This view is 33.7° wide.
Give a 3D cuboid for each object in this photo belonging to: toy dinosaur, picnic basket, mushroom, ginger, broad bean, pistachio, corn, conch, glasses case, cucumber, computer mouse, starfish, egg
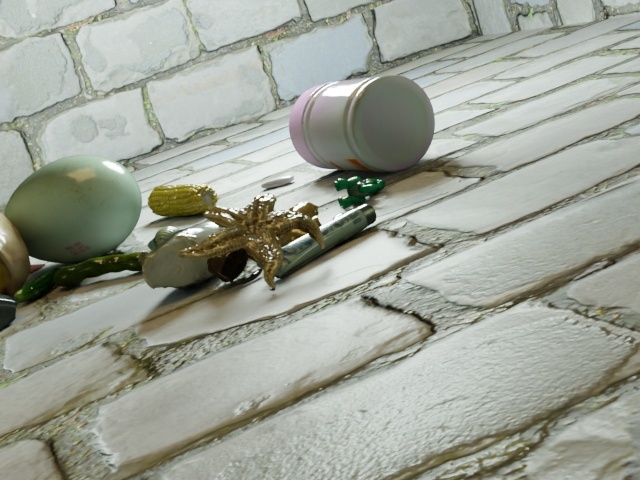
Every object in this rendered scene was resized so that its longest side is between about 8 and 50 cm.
[{"bbox_3d":[0.081,-0.099,2.007,0.096,0.059,0.132,-15,4,-11],"label":"toy dinosaur"},{"bbox_3d":[-0.137,0.041,1.723,0.083,0.072,0.072,29,39,29],"label":"picnic basket"},{"bbox_3d":[-0.199,0.007,1.856,0.109,0.097,0.351,-14,11,27],"label":"mushroom"},{"bbox_3d":[-0.033,-0.027,1.861,0.193,0.052,0.176,-8,15,32],"label":"ginger"},{"bbox_3d":[-0.419,0.054,2.062,0.256,0.052,0.052,-8,58,26],"label":"broad bean"},{"bbox_3d":[-0.725,0.027,2.186,0.230,0.229,0.309,-23,27,-19],"label":"pistachio"},{"bbox_3d":[-0.324,-0.093,2.458,0.080,0.080,0.238,-28,19,-36],"label":"corn"},{"bbox_3d":[-0.298,0.006,2.075,0.076,0.056,0.085,-33,-14,24],"label":"conch"},{"bbox_3d":[-0.100,-0.137,2.461,0.083,0.021,0.032,-13,17,23],"label":"glasses case"},{"bbox_3d":[-0.559,0.090,2.123,0.037,0.037,0.155,-11,16,26],"label":"cucumber"},{"bbox_3d":[-0.664,0.151,1.935,0.231,0.071,0.126,-27,16,-31],"label":"computer mouse"},{"bbox_3d":[-0.114,-0.011,1.702,0.236,0.062,0.277,-8,37,2],"label":"starfish"},{"bbox_3d":[-0.546,-0.063,2.307,0.371,0.230,0.230,-16,12,37],"label":"egg"}]

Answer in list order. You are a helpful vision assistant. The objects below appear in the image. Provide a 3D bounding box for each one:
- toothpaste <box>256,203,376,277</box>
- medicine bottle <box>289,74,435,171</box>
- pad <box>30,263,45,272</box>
[{"bbox_3d":[0.000,0.000,1.734,0.062,0.039,0.239,28,43,36],"label":"toothpaste"},{"bbox_3d":[0.084,-0.249,2.279,0.202,0.202,0.316,-24,15,-22],"label":"medicine bottle"},{"bbox_3d":[-0.769,0.107,2.401,0.181,0.004,0.267,-3,20,47],"label":"pad"}]
